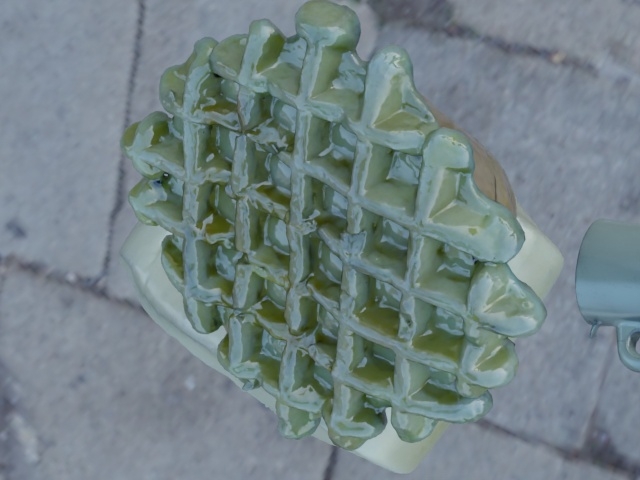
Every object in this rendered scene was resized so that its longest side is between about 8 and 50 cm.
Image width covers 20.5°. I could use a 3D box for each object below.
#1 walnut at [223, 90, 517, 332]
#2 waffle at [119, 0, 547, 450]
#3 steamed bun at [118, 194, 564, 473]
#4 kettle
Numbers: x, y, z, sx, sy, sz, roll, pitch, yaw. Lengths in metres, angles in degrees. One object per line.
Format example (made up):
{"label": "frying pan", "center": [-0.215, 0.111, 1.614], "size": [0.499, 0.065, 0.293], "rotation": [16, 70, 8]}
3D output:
{"label": "walnut", "center": [0.022, -0.011, 1.494], "size": [0.285, 0.296, 0.285], "rotation": [-8, 110, -22]}
{"label": "waffle", "center": [0.000, 0.000, 1.171], "size": [0.292, 0.056, 0.309], "rotation": [-23, 98, 45]}
{"label": "steamed bun", "center": [0.035, 0.032, 1.991], "size": [0.456, 0.290, 0.371], "rotation": [36, 85, 38]}
{"label": "kettle", "center": [0.308, 0.044, 1.569], "size": [0.148, 0.127, 0.098], "rotation": [7, 136, 31]}
